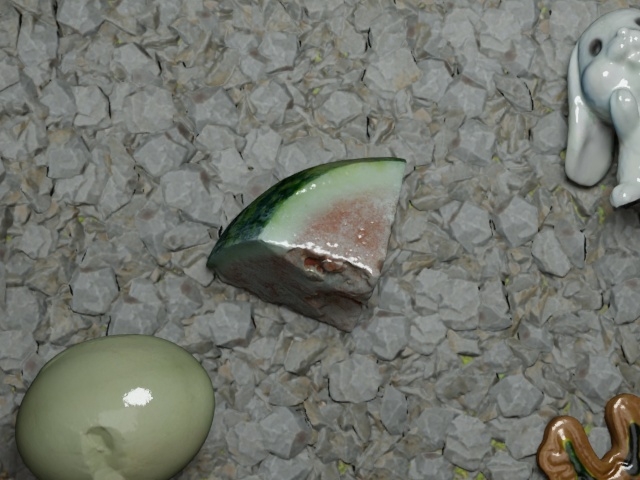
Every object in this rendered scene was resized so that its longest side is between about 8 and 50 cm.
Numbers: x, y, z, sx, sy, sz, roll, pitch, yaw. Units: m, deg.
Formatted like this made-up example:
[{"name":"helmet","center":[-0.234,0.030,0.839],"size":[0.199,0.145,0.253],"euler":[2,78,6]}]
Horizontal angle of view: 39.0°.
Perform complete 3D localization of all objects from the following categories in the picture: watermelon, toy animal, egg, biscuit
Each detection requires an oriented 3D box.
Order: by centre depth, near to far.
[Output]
[{"name":"egg","center":[-0.273,0.234,1.205],"size":[0.269,0.219,0.219],"euler":[-23,89,-2]},{"name":"toy animal","center":[0.474,-0.183,1.267],"size":[0.249,0.174,0.289],"euler":[1,90,10]},{"name":"watermelon","center":[0.000,0.000,1.274],"size":[0.310,0.193,0.232],"euler":[-19,69,-15]},{"name":"biscuit","center":[0.441,0.397,1.308],"size":[0.202,0.047,0.334],"euler":[-16,89,-2]}]
